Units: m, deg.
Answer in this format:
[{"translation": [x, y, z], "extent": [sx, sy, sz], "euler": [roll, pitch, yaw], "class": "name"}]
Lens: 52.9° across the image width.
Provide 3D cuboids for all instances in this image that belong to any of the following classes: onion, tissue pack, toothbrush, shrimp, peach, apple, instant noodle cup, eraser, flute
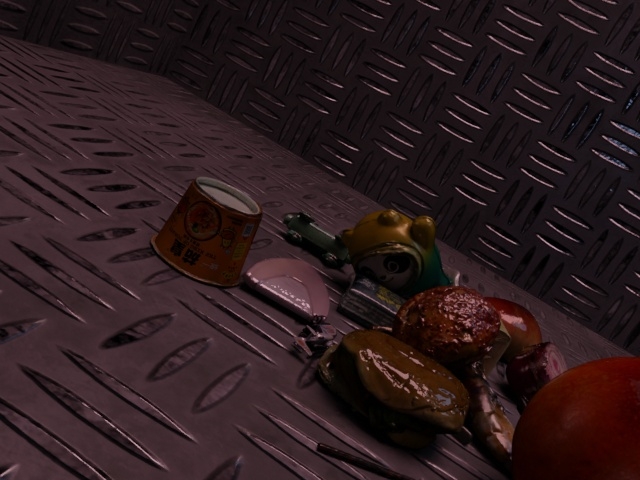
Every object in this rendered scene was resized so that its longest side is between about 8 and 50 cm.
[{"translation": [0.586, 0.386, 1.701], "extent": [0.195, 0.140, 0.218], "euler": [-19, 85, -64], "class": "onion"}, {"translation": [0.401, 0.254, 1.710], "extent": [0.125, 0.159, 0.234], "euler": [29, 13, -3], "class": "tissue pack"}, {"translation": [0.201, 0.317, 1.347], "extent": [0.297, 0.030, 0.031], "euler": [39, 8, 33], "class": "toothbrush"}, {"translation": [0.395, 0.367, 1.384], "extent": [0.233, 0.071, 0.364], "euler": [20, 29, -28], "class": "shrimp"}, {"translation": [0.518, 0.373, 1.068], "extent": [0.389, 0.388, 0.388], "euler": [28, 13, -7], "class": "peach"}, {"translation": [0.578, 0.267, 2.028], "extent": [0.293, 0.163, 0.251], "euler": [30, 15, -6], "class": "apple"}, {"translation": [0.181, 0.189, 1.664], "extent": [0.257, 0.081, 0.185], "euler": [30, 12, 3], "class": "tissue pack"}, {"translation": [-0.234, -0.026, 1.397], "extent": [0.216, 0.172, 0.215], "euler": [27, 15, -8], "class": "instant noodle cup"}, {"translation": [-0.063, 0.105, 1.512], "extent": [0.204, 0.059, 0.243], "euler": [29, 17, 2], "class": "eraser"}, {"translation": [0.113, 0.368, 1.013], "extent": [0.270, 0.014, 0.014], "euler": [26, 14, -15], "class": "flute"}]

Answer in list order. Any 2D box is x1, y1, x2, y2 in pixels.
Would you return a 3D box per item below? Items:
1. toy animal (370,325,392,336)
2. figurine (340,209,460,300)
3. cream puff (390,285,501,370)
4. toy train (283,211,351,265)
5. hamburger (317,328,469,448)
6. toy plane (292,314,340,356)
[{"translation": [0.231, 0.281, 1.498], "extent": [0.276, 0.054, 0.149], "euler": [31, 16, 4], "class": "toy animal"}, {"translation": [0.223, 0.051, 1.814], "extent": [0.340, 0.324, 0.231], "euler": [46, 40, -28], "class": "figurine"}, {"translation": [0.261, 0.185, 1.386], "extent": [0.240, 0.240, 0.163], "euler": [-110, -178, -70], "class": "cream puff"}, {"translation": [0.000, 0.000, 1.990], "extent": [0.248, 0.101, 0.159], "euler": [32, -2, 9], "class": "toy train"}, {"translation": [0.143, 0.262, 1.209], "extent": [0.285, 0.134, 0.265], "euler": [34, 16, 10], "class": "hamburger"}, {"translation": [-0.005, 0.198, 1.317], "extent": [0.078, 0.053, 0.197], "euler": [44, 14, 21], "class": "toy plane"}]
